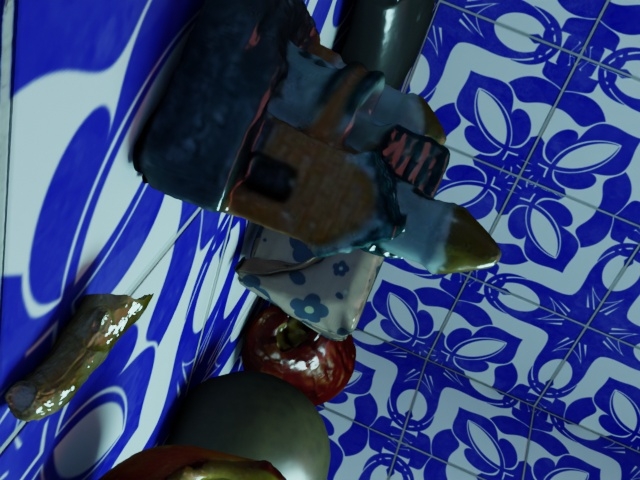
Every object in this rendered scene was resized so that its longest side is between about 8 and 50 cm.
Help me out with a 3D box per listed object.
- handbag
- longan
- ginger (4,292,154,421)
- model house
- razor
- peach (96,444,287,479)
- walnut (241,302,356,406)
[{"bbox_3d":[0.000,0.000,1.246,0.190,0.193,0.252,116,-4,-78],"label":"handbag"},{"bbox_3d":[-0.111,0.314,1.286,0.258,0.258,0.258,23,90,-85],"label":"longan"},{"bbox_3d":[-0.175,0.078,0.627,0.057,0.044,0.137,-26,-156,50],"label":"ginger"},{"bbox_3d":[0.028,-0.072,0.719,0.184,0.291,0.253,-63,176,8],"label":"model house"},{"bbox_3d":[0.095,-0.320,1.256,0.204,0.113,0.349,-61,173,-29],"label":"razor"},{"bbox_3d":[-0.142,0.351,0.824,0.338,0.281,0.281,-55,180,21],"label":"peach"},{"bbox_3d":[-0.044,0.187,1.651,0.269,0.221,0.244,87,-6,-61],"label":"walnut"}]
